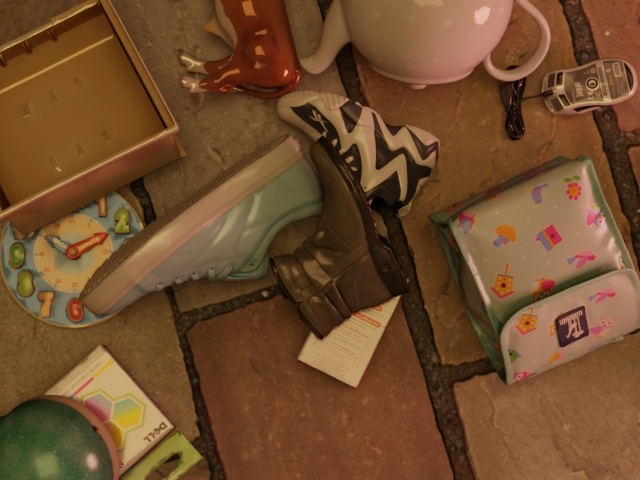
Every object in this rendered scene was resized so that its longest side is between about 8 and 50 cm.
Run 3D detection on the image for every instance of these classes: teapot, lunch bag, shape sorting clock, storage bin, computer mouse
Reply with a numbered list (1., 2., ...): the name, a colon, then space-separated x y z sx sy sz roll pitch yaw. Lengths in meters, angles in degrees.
1. teapot: 0.145 -0.293 1.891 0.256 0.187 0.252 27 41 33
2. lunch bag: 0.300 0.044 1.874 0.223 0.160 0.262 -24 96 -8
3. shape sorting clock: -0.341 0.018 1.910 0.206 0.040 0.206 0 83 -2
4. storage bin: -0.355 -0.178 1.872 0.262 0.123 0.260 -28 73 -4
5. computer mouse: 0.351 -0.208 1.961 0.193 0.042 0.106 -9 79 3

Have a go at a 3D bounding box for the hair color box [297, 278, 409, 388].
1. hair color box: 0.045 0.110 1.907 0.093 0.053 0.167 26 85 3

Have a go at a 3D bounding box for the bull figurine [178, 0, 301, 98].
1. bull figurine: -0.124 -0.344 1.930 0.188 0.101 0.310 -12 82 1

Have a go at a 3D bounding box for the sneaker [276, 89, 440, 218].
1. sneaker: 0.035 -0.104 1.909 0.235 0.094 0.153 21 75 -10

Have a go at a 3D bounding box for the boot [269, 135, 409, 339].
1. boot: 0.000 0.000 1.831 0.161 0.083 0.246 -26 97 4

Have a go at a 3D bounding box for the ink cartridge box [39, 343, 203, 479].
1. ink cartridge box: -0.269 0.252 1.875 0.109 0.062 0.209 -41 87 -6

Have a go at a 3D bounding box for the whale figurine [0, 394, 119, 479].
1. whale figurine: -0.391 0.324 1.800 0.272 0.141 0.216 -38 89 19

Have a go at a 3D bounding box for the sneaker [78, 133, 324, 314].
1. sneaker: -0.145 0.014 1.865 0.366 0.135 0.150 -36 100 -8
